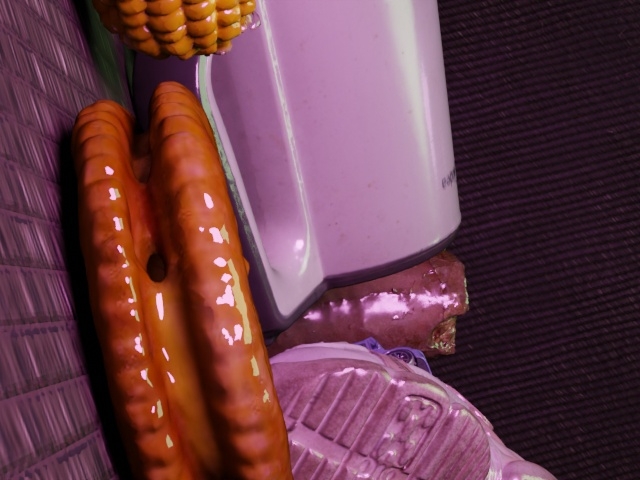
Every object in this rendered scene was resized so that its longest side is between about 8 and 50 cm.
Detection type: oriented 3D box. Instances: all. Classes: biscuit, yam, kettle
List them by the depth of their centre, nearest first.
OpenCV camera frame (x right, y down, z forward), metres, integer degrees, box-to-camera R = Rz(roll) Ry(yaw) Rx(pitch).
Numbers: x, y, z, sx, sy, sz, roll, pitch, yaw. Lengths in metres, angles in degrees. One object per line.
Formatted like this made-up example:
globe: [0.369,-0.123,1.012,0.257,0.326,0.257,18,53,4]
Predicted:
biscuit: [-0.061,0.036,0.586,0.220,0.066,0.220,167,-90,-87]
kettle: [-0.035,-0.144,0.977,0.361,0.250,0.376,-53,135,-63]
yam: [0.030,0.072,1.346,0.128,0.238,0.129,128,-44,-82]

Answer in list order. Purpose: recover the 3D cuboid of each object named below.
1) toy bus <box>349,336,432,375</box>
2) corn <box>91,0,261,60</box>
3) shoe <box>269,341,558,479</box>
toy bus: [0.017,0.137,1.159,0.076,0.167,0.073,-110,-174,-59]
corn: [-0.106,-0.221,0.620,0.313,0.102,0.102,75,1,-46]
shoe: [0.031,0.167,0.983,0.351,0.172,0.198,40,0,-43]
